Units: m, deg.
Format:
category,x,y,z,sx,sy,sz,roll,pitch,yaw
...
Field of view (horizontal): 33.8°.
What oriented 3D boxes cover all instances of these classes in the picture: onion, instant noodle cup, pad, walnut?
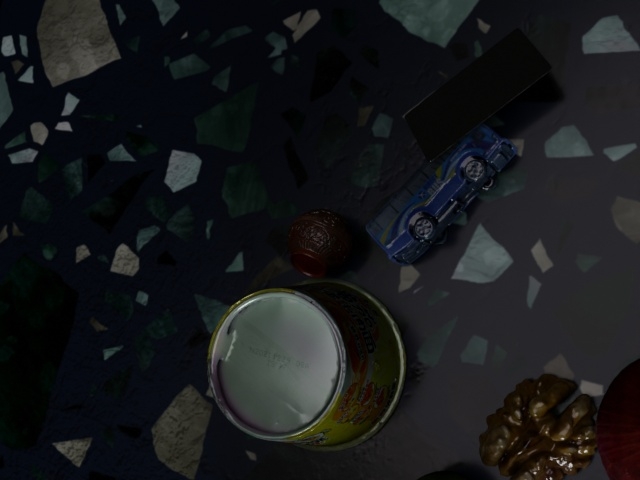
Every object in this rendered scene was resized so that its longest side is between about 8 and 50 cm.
category,x,y,z,sx,sy,sz,roll,pitch,yaw
onion,0.466,0.256,1.329,0.248,0.161,0.248,2,94,40
instant noodle cup,-0.025,0.174,1.488,0.264,0.200,0.265,-3,82,19
pad,0.219,-0.209,1.498,0.211,0.003,0.143,-37,35,14
walnut,0.298,0.266,1.428,0.143,0.069,0.170,43,96,21

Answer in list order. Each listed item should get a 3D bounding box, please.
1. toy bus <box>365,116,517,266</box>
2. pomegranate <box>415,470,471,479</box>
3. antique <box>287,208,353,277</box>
category,x,y,z,sx,sy,sz,roll,pitch,yaw
toy bus,0.171,-0.071,1.506,0.094,0.079,0.236,45,100,21
pomegranate,0.148,0.407,1.438,0.191,0.131,0.152,-35,77,21
antique,0.000,0.000,1.552,0.104,0.104,0.104,-2,83,20
